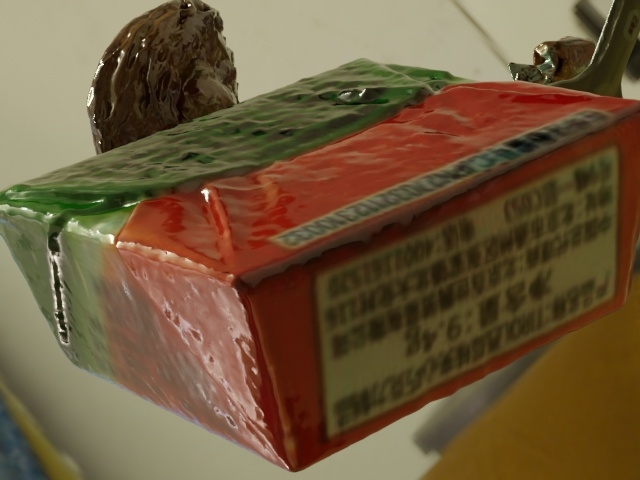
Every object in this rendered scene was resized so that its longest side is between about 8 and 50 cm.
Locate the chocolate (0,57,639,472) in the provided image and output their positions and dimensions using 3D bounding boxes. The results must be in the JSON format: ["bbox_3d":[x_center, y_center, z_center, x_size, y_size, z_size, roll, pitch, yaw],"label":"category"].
[{"bbox_3d":[0.000,0.000,1.193,0.360,0.161,0.341,-23,23,-31],"label":"chocolate"}]

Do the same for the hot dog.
[{"bbox_3d":[-0.142,-0.104,1.709,0.174,0.267,0.387,-18,6,-5],"label":"hot dog"}]

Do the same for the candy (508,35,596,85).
[{"bbox_3d":[0.240,-0.181,1.681,0.053,0.046,0.182,-8,12,34],"label":"candy"}]

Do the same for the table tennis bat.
[{"bbox_3d":[0.214,-0.091,1.375,0.022,0.138,0.246,24,93,58],"label":"table tennis bat"}]
